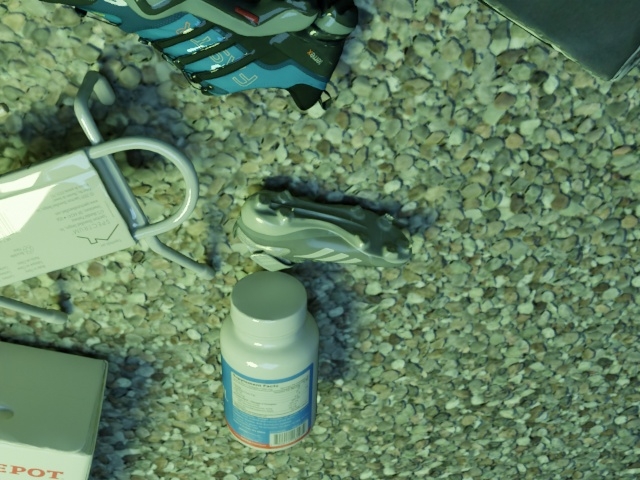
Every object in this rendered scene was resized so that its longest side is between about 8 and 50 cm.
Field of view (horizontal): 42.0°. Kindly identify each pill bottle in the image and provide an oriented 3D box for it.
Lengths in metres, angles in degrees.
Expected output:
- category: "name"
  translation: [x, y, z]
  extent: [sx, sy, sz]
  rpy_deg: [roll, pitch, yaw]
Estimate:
- category: "pill bottle"
  translation: [-0.063, 0.149, 1.044]
  extent: [0.124, 0.124, 0.221]
  rpy_deg: [0, 127, -4]

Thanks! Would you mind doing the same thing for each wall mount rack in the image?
- category: "wall mount rack"
  translation: [-0.274, -0.010, 0.908]
  extent: [0.350, 0.130, 0.304]
  rpy_deg: [-16, 124, 9]

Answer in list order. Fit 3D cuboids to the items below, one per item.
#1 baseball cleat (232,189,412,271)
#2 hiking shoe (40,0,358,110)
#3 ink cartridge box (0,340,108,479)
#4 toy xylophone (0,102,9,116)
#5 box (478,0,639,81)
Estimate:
- category: "baseball cleat"
  translation: [0.000, 0.000, 0.977]
  extent: [0.206, 0.072, 0.109]
  rpy_deg: [19, 139, -12]
- category: "hiking shoe"
  translation: [-0.120, -0.193, 0.774]
  extent: [0.304, 0.113, 0.132]
  rpy_deg: [9, 126, -11]
- category: "ink cartridge box"
  translation: [-0.465, 0.319, 1.122]
  extent: [0.286, 0.166, 0.395]
  rpy_deg: [13, 127, -14]
- category: "toy xylophone"
  translation: [-0.415, -0.176, 0.738]
  extent: [0.323, 0.081, 0.236]
  rpy_deg: [-27, 100, 17]
- category: "box"
  translation: [0.131, -0.417, 0.382]
  extent: [0.297, 0.480, 0.471]
  rpy_deg: [25, 122, -20]
